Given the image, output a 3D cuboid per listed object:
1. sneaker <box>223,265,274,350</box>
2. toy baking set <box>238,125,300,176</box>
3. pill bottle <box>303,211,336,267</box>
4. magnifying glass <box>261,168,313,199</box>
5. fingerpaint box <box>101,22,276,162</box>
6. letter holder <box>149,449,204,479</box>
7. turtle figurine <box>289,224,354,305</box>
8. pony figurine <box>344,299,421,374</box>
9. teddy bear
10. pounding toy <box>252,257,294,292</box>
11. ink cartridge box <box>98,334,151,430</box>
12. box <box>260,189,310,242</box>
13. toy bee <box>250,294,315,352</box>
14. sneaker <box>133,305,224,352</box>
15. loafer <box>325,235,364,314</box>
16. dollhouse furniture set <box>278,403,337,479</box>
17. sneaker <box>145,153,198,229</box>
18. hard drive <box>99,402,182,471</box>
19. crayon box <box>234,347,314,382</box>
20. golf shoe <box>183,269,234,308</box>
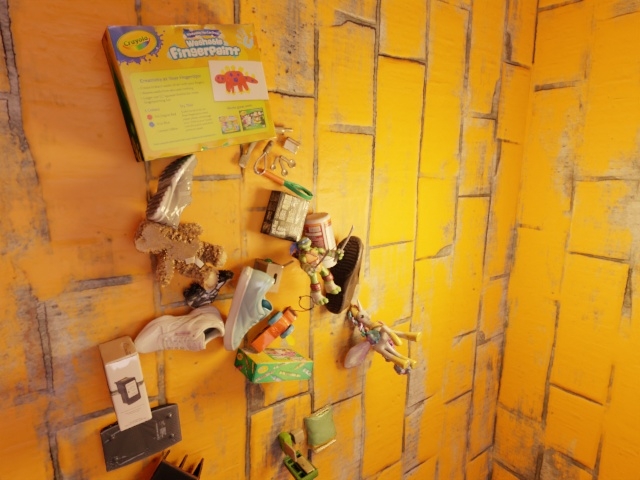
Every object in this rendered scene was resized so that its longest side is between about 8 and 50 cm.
[{"bbox_3d":[-0.262,0.276,1.503,0.150,0.135,0.365,17,116,-3],"label":"sneaker"},{"bbox_3d":[-0.189,-0.346,1.549,0.256,0.030,0.196,-2,89,-30],"label":"toy baking set"},{"bbox_3d":[0.000,0.000,1.721,0.121,0.121,0.221,-23,112,-31],"label":"pill bottle"},{"bbox_3d":[-0.128,-0.224,1.616,0.231,0.092,0.026,23,113,-26],"label":"magnifying glass"},{"bbox_3d":[-0.403,-0.475,1.300,0.445,0.163,0.371,-20,108,-30],"label":"fingerpaint box"},{"bbox_3d":[-0.576,0.940,1.486,0.152,0.214,0.301,31,80,-4],"label":"letter holder"},{"bbox_3d":[0.021,0.111,1.591,0.275,0.198,0.266,-11,112,13],"label":"turtle figurine"},{"bbox_3d":[0.282,0.481,1.925,0.303,0.363,0.350,-29,131,-36],"label":"pony figurine"},{"bbox_3d":[-0.474,0.041,1.384,0.338,0.113,0.245,13,81,-38],"label":"teddy bear"},{"bbox_3d":[-0.193,0.127,1.599,0.100,0.130,0.141,13,91,-37],"label":"pounding toy"},{"bbox_3d":[-0.635,0.454,1.313,0.100,0.172,0.237,-14,107,-32],"label":"ink cartridge box"},{"bbox_3d":[-0.140,-0.095,1.626,0.147,0.078,0.180,15,90,-37],"label":"box"},{"bbox_3d":[-0.147,0.340,1.673,0.298,0.162,0.195,-20,93,-1],"label":"toy bee"},{"bbox_3d":[-0.481,0.324,1.400,0.305,0.152,0.114,-18,130,-24],"label":"sneaker"},{"bbox_3d":[0.115,0.152,1.850,0.130,0.134,0.365,-1,111,-59],"label":"loafer"},{"bbox_3d":[-0.018,0.933,1.872,0.302,0.151,0.197,-17,109,-33],"label":"dollhouse furniture set"},{"bbox_3d":[-0.471,-0.163,1.336,0.115,0.105,0.281,46,51,-43],"label":"sneaker"},{"bbox_3d":[-0.632,0.686,1.436,0.255,0.054,0.171,-11,105,-34],"label":"hard drive"},{"bbox_3d":[-0.187,0.504,1.656,0.278,0.165,0.081,11,92,-37],"label":"crayon box"},{"bbox_3d":[-0.406,0.179,1.500,0.198,0.077,0.093,-28,130,-26],"label":"golf shoe"}]
